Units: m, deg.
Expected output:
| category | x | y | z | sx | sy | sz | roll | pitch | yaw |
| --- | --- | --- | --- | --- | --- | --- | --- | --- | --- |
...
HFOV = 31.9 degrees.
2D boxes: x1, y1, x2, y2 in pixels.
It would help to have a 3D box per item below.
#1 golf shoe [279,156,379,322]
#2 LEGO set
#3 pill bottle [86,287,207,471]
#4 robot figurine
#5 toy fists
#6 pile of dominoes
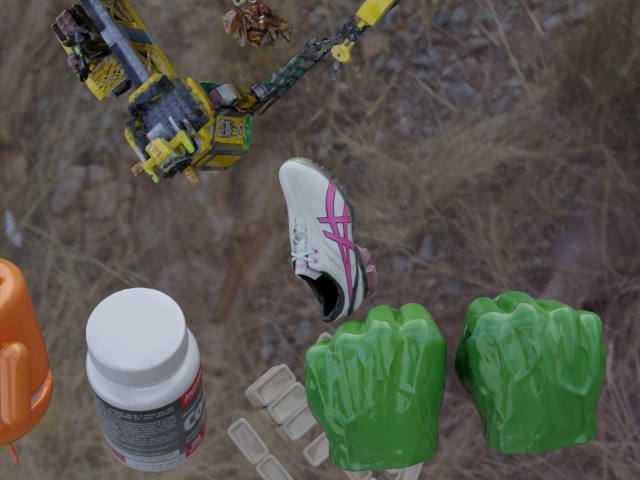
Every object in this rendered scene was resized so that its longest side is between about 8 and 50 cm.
| category | x | y | z | sx | sy | sz | roll | pitch | yaw |
| --- | --- | --- | --- | --- | --- | --- | --- | --- | --- |
| golf shoe | 0.000 | 0.000 | 1.210 | 0.067 | 0.186 | 0.086 | -9 | 24 | 43 |
| LEGO set | -0.067 | -0.191 | 0.643 | 0.331 | 0.192 | 0.255 | -29 | 82 | 21 |
| pill bottle | -0.252 | 0.205 | 1.628 | 0.161 | 0.283 | 0.161 | 1 | 53 | -1 |
| robot figurine | -0.320 | 0.103 | 1.033 | 0.158 | 0.219 | 0.128 | 2 | 33 | 15 |
| toy fists | 0.125 | 0.119 | 1.034 | 0.279 | 0.142 | 0.096 | -6 | 23 | 1 |
| pile of dominoes | 0.009 | 0.271 | 1.465 | 0.196 | 0.251 | 0.040 | -39 | 4 | -24 |
